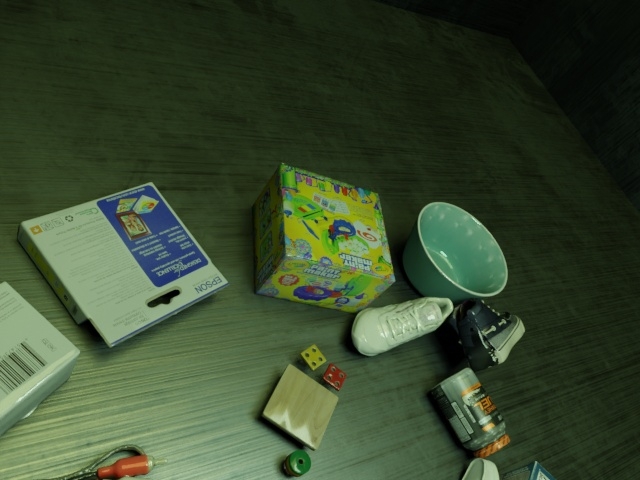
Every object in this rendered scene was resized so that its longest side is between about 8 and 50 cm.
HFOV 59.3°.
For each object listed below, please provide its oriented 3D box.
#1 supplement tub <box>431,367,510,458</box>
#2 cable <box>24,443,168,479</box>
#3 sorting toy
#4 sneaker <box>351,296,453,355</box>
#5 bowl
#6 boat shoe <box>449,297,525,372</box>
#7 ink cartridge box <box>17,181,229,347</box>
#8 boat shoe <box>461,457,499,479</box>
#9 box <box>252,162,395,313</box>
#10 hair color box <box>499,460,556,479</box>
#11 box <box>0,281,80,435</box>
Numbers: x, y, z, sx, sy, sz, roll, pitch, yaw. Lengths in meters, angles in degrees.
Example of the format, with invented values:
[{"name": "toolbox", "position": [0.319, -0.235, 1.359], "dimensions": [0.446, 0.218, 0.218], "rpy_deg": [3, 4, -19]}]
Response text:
[{"name": "supplement tub", "position": [0.362, 0.414, 1.349], "dimensions": [0.117, 0.117, 0.190], "rpy_deg": [-14, 65, -41]}, {"name": "cable", "position": [-0.382, 0.383, 0.891], "dimensions": [0.287, 0.072, 0.139], "rpy_deg": [13, 44, -26]}, {"name": "sorting toy", "position": [-0.044, 0.345, 1.175], "dimensions": [0.132, 0.046, 0.274], "rpy_deg": [36, 44, -5]}, {"name": "sneaker", "position": [0.204, 0.194, 1.391], "dimensions": [0.305, 0.152, 0.114], "rpy_deg": [-14, 78, -40]}, {"name": "bowl", "position": [0.359, 0.061, 1.604], "dimensions": [0.312, 0.163, 0.311], "rpy_deg": [18, 48, -21]}, {"name": "boat shoe", "position": [0.447, 0.214, 1.507], "dimensions": [0.158, 0.127, 0.340], "rpy_deg": [64, 27, 3]}, {"name": "ink cartridge box", "position": [-0.397, 0.044, 1.165], "dimensions": [0.304, 0.072, 0.307], "rpy_deg": [-28, 76, -46]}, {"name": "boat shoe", "position": [0.302, 0.567, 1.196], "dimensions": [0.096, 0.098, 0.277], "rpy_deg": [40, 44, -1]}, {"name": "box", "position": [0.000, 0.000, 1.394], "dimensions": [0.290, 0.177, 0.279], "rpy_deg": [15, 48, -25]}, {"name": "hair color box", "position": [0.525, 0.659, 1.220], "dimensions": [0.347, 0.174, 0.105], "rpy_deg": [43, 44, 4]}, {"name": "box", "position": [-0.527, 0.199, 0.906], "dimensions": [0.182, 0.119, 0.181], "rpy_deg": [42, 43, 2]}]
